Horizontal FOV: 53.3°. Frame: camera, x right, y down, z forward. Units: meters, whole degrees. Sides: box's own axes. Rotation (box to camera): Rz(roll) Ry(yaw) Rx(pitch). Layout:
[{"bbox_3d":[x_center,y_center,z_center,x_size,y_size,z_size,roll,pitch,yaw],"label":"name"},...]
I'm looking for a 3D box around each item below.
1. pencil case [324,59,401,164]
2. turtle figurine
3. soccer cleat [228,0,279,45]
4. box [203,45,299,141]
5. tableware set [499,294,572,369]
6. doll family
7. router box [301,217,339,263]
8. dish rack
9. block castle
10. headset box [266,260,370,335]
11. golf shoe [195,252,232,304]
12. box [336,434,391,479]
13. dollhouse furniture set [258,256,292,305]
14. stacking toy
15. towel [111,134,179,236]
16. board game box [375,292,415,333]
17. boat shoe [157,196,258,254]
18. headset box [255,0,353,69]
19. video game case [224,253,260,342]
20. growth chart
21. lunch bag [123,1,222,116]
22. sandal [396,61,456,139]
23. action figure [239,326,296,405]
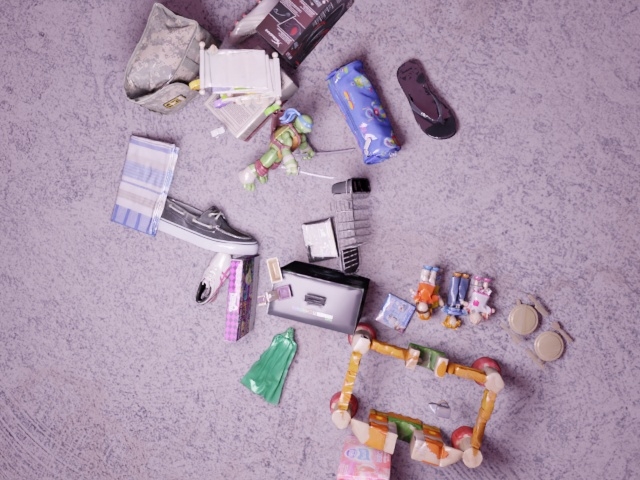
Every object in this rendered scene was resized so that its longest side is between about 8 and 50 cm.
[{"bbox_3d":[0.121,-0.361,1.825,0.119,0.133,0.306,-26,88,41],"label":"pencil case"},{"bbox_3d":[-0.082,-0.215,1.820,0.266,0.198,0.274,-31,129,30],"label":"turtle figurine"},{"bbox_3d":[-0.191,-0.642,1.885,0.196,0.068,0.076,-44,90,5],"label":"soccer cleat"},{"bbox_3d":[-0.199,-0.423,1.866,0.232,0.127,0.149,-44,87,8],"label":"box"},{"bbox_3d":[0.616,0.265,1.839,0.128,0.039,0.194,-44,93,-4],"label":"tableware set"},{"bbox_3d":[0.365,0.170,1.844,0.262,0.118,0.163,12,89,-11],"label":"doll family"},{"bbox_3d":[0.000,0.000,1.907,0.092,0.038,0.123,-11,92,9],"label":"router box"},{"bbox_3d":[0.094,-0.039,1.814,0.074,0.208,0.272,-4,93,20],"label":"dish rack"},{"bbox_3d":[0.268,0.436,1.814,0.452,0.213,0.303,15,91,5],"label":"block castle"},{"bbox_3d":[-0.001,0.156,1.793,0.246,0.283,0.131,13,95,8],"label":"headset box"},{"bbox_3d":[-0.322,0.113,1.935,0.067,0.086,0.186,24,95,7],"label":"golf shoe"},{"bbox_3d":[0.125,0.675,1.796,0.142,0.300,0.154,4,94,7],"label":"box"},{"bbox_3d":[-0.141,0.107,1.648,0.090,0.081,0.115,-15,86,20],"label":"dollhouse furniture set"},{"bbox_3d":[-0.237,-0.403,1.781,0.221,0.052,0.167,-22,91,8],"label":"stacking toy"},{"bbox_3d":[-0.539,-0.170,1.936,0.209,0.034,0.285,18,95,31],"label":"towel"},{"bbox_3d":[0.223,0.216,1.898,0.090,0.020,0.090,27,97,7],"label":"board game box"},{"bbox_3d":[-0.339,-0.046,1.909,0.334,0.121,0.119,17,100,9],"label":"boat shoe"},{"bbox_3d":[-0.028,-0.641,1.784,0.110,0.218,0.293,43,97,2],"label":"headset box"},{"bbox_3d":[-0.226,0.161,1.861,0.041,0.210,0.232,6,95,8],"label":"video game case"},{"bbox_3d":[-0.220,-0.451,1.745,0.237,0.021,0.172,5,84,-5],"label":"growth chart"},{"bbox_3d":[-0.429,-0.496,1.838,0.168,0.235,0.287,28,97,6],"label":"lunch bag"},{"bbox_3d":[0.297,-0.397,1.835,0.097,0.054,0.255,-35,88,8],"label":"sandal"},{"bbox_3d":[-0.135,0.365,1.934,0.137,0.063,0.232,29,100,7],"label":"action figure"}]
